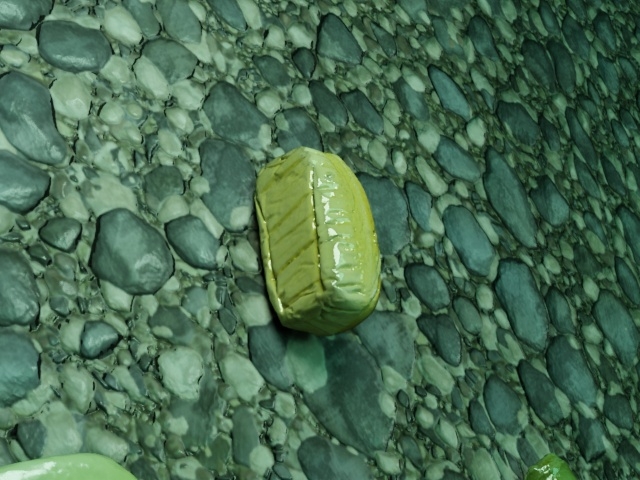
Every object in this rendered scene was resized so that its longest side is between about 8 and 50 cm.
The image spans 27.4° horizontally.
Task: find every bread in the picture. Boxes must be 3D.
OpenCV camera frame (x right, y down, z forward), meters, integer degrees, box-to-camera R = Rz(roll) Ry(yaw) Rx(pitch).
[{"bbox_3d":[0.000,0.000,1.610,0.106,0.140,0.236,13,55,-40],"label":"bread"}]

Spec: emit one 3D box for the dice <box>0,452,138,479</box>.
[{"bbox_3d":[-0.249,0.316,1.001,0.254,0.252,0.249,-6,70,-50],"label":"dice"}]

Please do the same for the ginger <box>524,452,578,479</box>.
[{"bbox_3d":[0.315,0.414,1.721,0.137,0.089,0.290,28,47,-8],"label":"ginger"}]
